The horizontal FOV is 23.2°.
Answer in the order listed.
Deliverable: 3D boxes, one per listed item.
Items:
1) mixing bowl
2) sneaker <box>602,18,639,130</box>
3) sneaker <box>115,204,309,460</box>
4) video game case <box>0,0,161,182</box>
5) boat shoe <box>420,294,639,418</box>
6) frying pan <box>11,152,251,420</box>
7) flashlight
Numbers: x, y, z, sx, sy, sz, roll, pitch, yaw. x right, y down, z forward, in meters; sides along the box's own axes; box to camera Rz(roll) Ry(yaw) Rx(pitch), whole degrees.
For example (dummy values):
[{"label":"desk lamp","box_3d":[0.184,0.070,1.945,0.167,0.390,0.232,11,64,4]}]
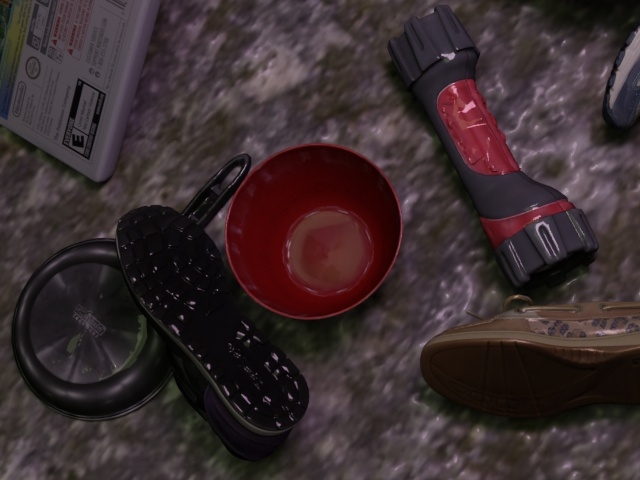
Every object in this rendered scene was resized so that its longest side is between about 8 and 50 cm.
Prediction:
[{"label":"mixing bowl","box_3d":[0.000,0.000,1.597,0.181,0.098,0.181,-2,76,9]},{"label":"sneaker","box_3d":[0.396,-0.214,1.573,0.122,0.110,0.283,38,87,11]},{"label":"sneaker","box_3d":[-0.132,0.101,1.580,0.107,0.124,0.283,-23,70,-32]},{"label":"video game case","box_3d":[-0.307,-0.268,1.655,0.300,0.036,0.329,30,123,16]},{"label":"boat shoe","box_3d":[0.241,0.109,1.535,0.285,0.105,0.089,0,39,6]},{"label":"frying pan","box_3d":[-0.183,0.060,1.647,0.326,0.053,0.197,-29,74,6]},{"label":"flashlight","box_3d":[0.172,-0.097,1.586,0.103,0.103,0.304,-26,74,5]}]
